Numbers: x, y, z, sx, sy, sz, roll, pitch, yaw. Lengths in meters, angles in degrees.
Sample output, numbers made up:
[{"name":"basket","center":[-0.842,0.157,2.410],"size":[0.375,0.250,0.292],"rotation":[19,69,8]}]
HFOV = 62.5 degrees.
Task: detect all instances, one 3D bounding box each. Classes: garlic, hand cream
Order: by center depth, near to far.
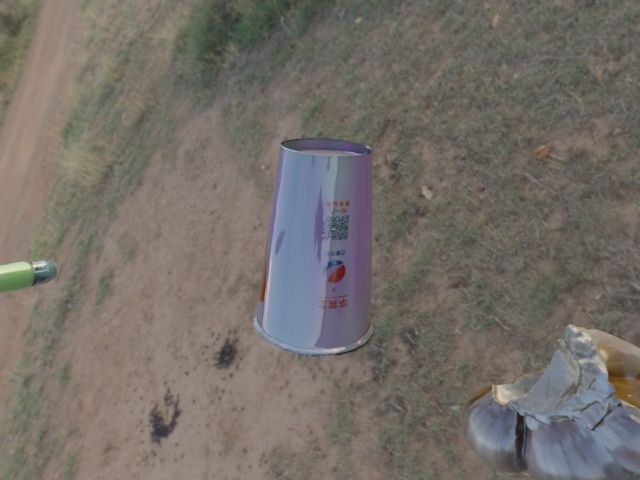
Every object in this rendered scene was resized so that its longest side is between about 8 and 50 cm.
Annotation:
[{"name":"garlic","center":[0.278,0.205,0.574],"size":[0.214,0.191,0.160],"rotation":[-49,39,22]},{"name":"hand cream","center":[-0.504,0.060,0.811],"size":[0.095,0.175,0.045],"rotation":[-16,85,45]}]

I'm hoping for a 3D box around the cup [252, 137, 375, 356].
[{"name":"cup","center":[0.000,0.000,0.798],"size":[0.203,0.203,0.288],"rotation":[34,126,52]}]
